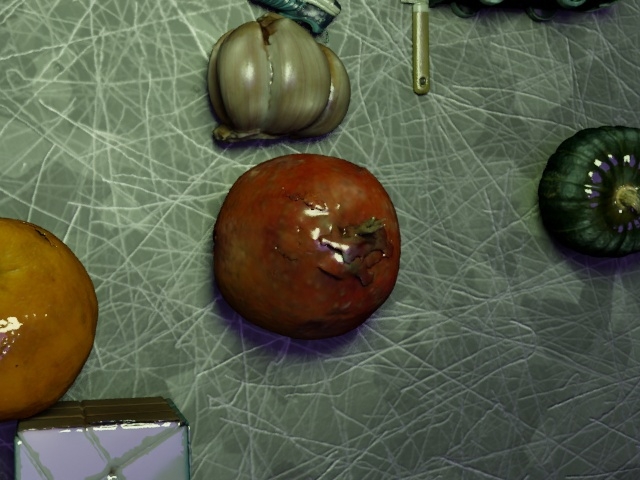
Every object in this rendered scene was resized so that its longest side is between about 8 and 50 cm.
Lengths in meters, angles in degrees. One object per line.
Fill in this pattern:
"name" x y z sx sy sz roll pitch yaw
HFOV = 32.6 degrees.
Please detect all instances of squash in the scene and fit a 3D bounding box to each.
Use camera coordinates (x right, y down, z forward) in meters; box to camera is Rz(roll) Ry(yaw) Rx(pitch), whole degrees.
"squash" 0.444 -0.076 1.683 0.218 0.172 0.218 0 78 1

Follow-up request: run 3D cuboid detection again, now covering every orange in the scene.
"orange" -0.430 0.105 1.421 0.284 0.226 0.284 3 51 -4

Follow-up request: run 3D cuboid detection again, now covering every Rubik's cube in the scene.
"Rubik's cube" -0.296 0.340 1.475 0.221 0.224 0.231 -1 91 -14

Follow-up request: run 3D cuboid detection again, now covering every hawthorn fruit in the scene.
"hawthorn fruit" 0.000 0.000 1.511 0.276 0.307 0.276 5 78 -22

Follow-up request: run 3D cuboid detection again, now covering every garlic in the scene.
"garlic" -0.053 -0.225 1.560 0.214 0.160 0.191 3 104 -10

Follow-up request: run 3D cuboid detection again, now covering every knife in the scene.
"knife" 0.144 -0.374 1.683 0.047 0.017 0.298 -1 91 -8

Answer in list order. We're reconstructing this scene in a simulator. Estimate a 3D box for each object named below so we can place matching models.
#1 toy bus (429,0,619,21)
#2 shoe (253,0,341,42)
"toy bus" 0.313 -0.426 1.664 0.276 0.133 0.165 -2 91 -14
"shoe" -0.043 -0.345 1.618 0.143 0.064 0.071 17 107 -8
